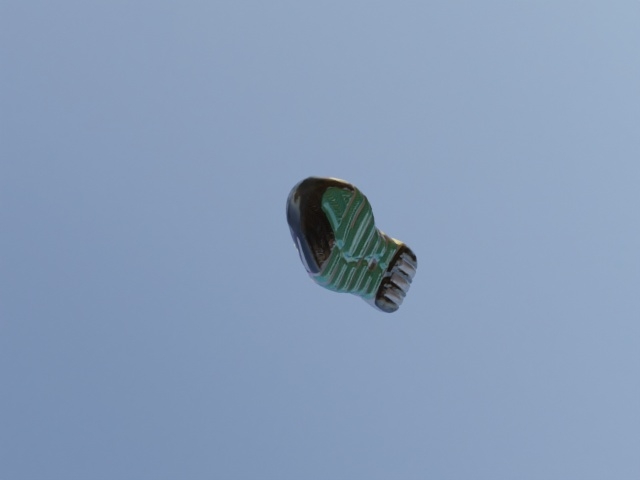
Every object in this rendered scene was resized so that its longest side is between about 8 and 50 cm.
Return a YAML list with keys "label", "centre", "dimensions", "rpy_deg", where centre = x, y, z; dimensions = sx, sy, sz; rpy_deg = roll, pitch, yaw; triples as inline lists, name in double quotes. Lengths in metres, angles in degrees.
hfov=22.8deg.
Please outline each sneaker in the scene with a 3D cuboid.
- label: "sneaker"
  centre: [0.000, 0.000, 1.348]
  dimensions: [0.098, 0.083, 0.223]
  rpy_deg: [22, 168, 29]
